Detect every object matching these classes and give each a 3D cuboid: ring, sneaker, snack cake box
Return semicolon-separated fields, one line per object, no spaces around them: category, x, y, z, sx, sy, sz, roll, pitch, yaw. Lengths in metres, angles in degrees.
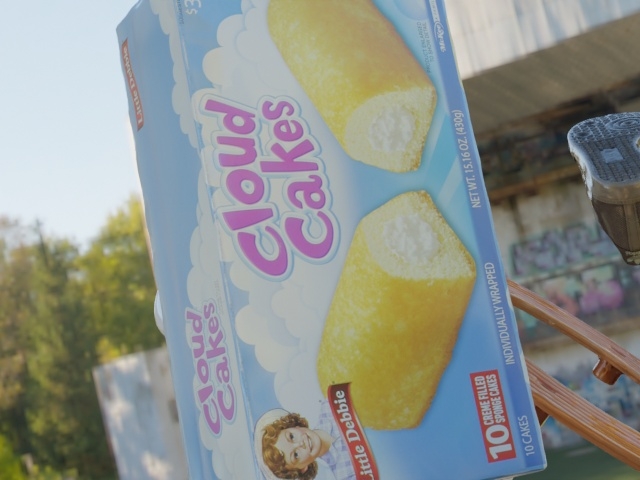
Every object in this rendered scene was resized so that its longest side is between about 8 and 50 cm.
ring;0.188;0.103;0.942;0.032;0.336;0.336;-59;-19;12
sneaker;0.223;-0.042;0.975;0.066;0.071;0.188;-6;20;14
snack cake box;0.000;0.000;0.641;0.152;0.264;0.089;-5;-12;-28

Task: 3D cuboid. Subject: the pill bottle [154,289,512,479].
pill bottle;0.030;0.134;1.371;0.224;0.392;0.224;-32;28;20
